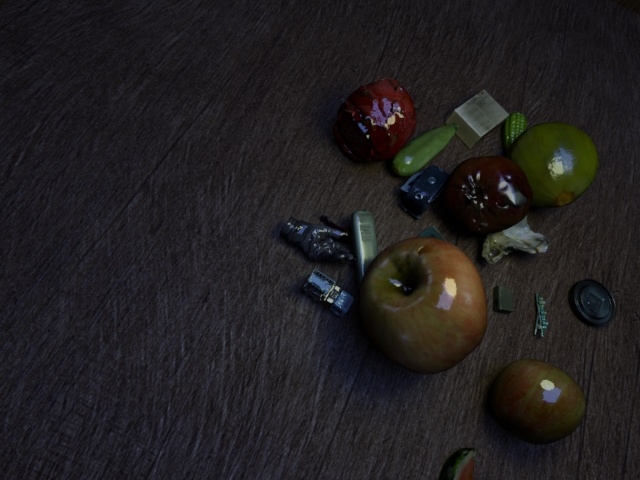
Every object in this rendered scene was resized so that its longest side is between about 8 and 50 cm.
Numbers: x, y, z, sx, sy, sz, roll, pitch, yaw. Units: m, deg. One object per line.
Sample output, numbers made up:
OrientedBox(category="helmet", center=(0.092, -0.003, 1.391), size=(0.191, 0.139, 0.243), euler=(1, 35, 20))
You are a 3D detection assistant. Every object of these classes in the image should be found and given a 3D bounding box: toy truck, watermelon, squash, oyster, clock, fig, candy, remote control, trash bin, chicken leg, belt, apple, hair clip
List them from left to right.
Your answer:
OrientedBox(category="toy truck", center=(0.029, 0.175, 1.366), size=(0.177, 0.115, 0.080), euler=(34, 67, 0))
OrientedBox(category="chicken leg", center=(0.092, -0.030, 1.492), size=(0.205, 0.053, 0.093), euler=(24, 46, -11))
OrientedBox(category="remote control", center=(0.163, 0.043, 1.432), size=(0.090, 0.038, 0.310), euler=(-3, 78, -19))
OrientedBox(category="belt", center=(0.398, -0.206, 1.582), size=(0.128, 0.122, 0.218), euler=(38, 65, 15))
OrientedBox(category="apple", center=(0.315, 0.200, 1.251), size=(0.346, 0.391, 0.392), euler=(41, 61, -36))
OrientedBox(category="squash", center=(0.421, -0.375, 1.655), size=(0.370, 0.118, 0.118), euler=(-39, 82, -24))
OrientedBox(category="watermelon", center=(0.430, 0.757, 1.273), size=(0.119, 0.063, 0.245), euler=(30, 66, -15))
OrientedBox(category="trash bin", center=(0.680, 0.220, 1.529), size=(0.060, 0.043, 0.092), euler=(12, 65, -7))
OrientedBox(category="oyster", center=(0.741, -0.005, 1.587), size=(0.271, 0.100, 0.275), euler=(1, 40, 5))
OrientedBox(category="candy", center=(0.841, -0.450, 1.786), size=(0.096, 0.097, 0.210), euler=(14, 73, -7))
OrientedBox(category="apple", center=(0.683, 0.513, 1.308), size=(0.257, 0.257, 0.234), euler=(45, 70, 6))
OrientedBox(category="hair clip", center=(0.828, 0.280, 1.541), size=(0.049, 0.049, 0.173), euler=(15, 66, -6))
OrientedBox(category="fig", center=(0.895, -0.281, 1.594), size=(0.343, 0.343, 0.343), euler=(4, 69, -11))
OrientedBox(category="clock", center=(1.056, 0.242, 1.600), size=(0.184, 0.040, 0.185), euler=(4, 69, -11))

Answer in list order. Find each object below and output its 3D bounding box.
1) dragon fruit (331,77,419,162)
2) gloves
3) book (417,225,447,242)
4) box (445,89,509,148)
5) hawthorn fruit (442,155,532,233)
OrientedBox(category="dragon fruit", center=(0.208, -0.451, 1.549), size=(0.295, 0.295, 0.302), euler=(34, 79, 2))
OrientedBox(category="gloves", center=(-0.004, 0.000, 1.425), size=(0.285, 0.119, 0.142), euler=(28, 82, 14))
OrientedBox(category="book", center=(0.367, 0.147, 1.493), size=(0.379, 0.031, 0.264), euler=(-37, 83, -21))
OrientedBox(category="box", center=(0.674, -0.527, 1.773), size=(0.212, 0.095, 0.168), euler=(-36, 82, -22))
OrientedBox(category="hawthorn fruit", center=(0.621, -0.160, 1.519), size=(0.324, 0.308, 0.308), euler=(25, 60, -44))
